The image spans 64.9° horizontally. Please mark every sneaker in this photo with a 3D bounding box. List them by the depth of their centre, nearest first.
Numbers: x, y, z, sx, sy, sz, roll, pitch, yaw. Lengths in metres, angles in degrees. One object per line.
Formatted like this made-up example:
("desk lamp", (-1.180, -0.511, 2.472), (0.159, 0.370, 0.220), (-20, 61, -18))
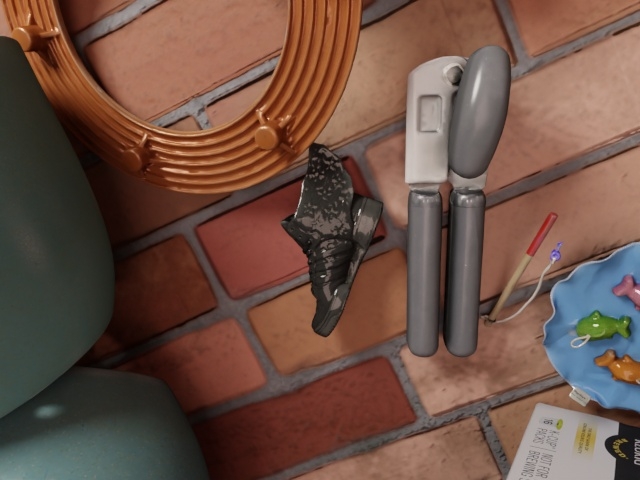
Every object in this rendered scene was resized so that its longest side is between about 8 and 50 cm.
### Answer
("sneaker", (0.000, 0.001, 0.478), (0.089, 0.051, 0.170), (22, 100, 0))

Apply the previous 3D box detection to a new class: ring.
("ring", (-0.132, -0.193, 0.405), (0.337, 0.032, 0.336), (8, 117, 15))

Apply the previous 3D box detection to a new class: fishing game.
("fishing game", (0.287, 0.090, 0.436), (0.264, 0.041, 0.189), (26, 125, 11))

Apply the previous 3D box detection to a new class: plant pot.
("plant pot", (-0.310, 0.014, 0.400), (0.293, 0.293, 0.235), (-22, 112, 10))
("plant pot", (-0.226, 0.223, 0.462), (0.290, 0.290, 0.195), (2, 67, 5))

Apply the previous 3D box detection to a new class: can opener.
("can opener", (0.111, -0.021, 0.445), (0.074, 0.093, 0.280), (0, 108, 4))

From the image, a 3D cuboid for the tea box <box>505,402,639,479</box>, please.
("tea box", (0.274, 0.314, 0.331), (0.324, 0.329, 0.219), (6, 105, 33))
